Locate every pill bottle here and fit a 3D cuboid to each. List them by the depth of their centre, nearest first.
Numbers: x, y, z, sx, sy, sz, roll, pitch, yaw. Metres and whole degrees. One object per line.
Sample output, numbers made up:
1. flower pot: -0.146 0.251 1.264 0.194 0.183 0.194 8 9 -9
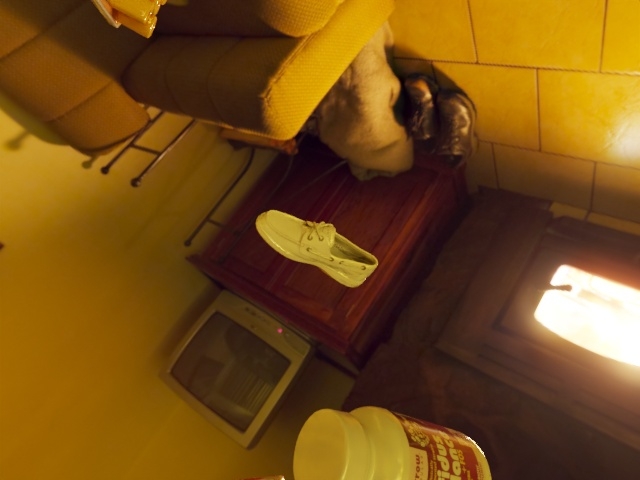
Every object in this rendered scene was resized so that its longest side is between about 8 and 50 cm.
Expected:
1. pill bottle: 0.113 0.358 0.708 0.301 0.169 0.169 26 170 -30

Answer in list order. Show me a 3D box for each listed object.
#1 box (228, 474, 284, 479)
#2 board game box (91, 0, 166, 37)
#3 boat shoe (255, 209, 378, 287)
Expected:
1. box: -0.125 0.302 0.284 0.154 0.142 0.300 -13 -179 16
2. board game box: -0.102 -0.388 0.357 0.050 0.390 0.390 25 -176 -17
3. boat shoe: 0.000 0.000 0.961 0.277 0.098 0.096 27 134 -19
